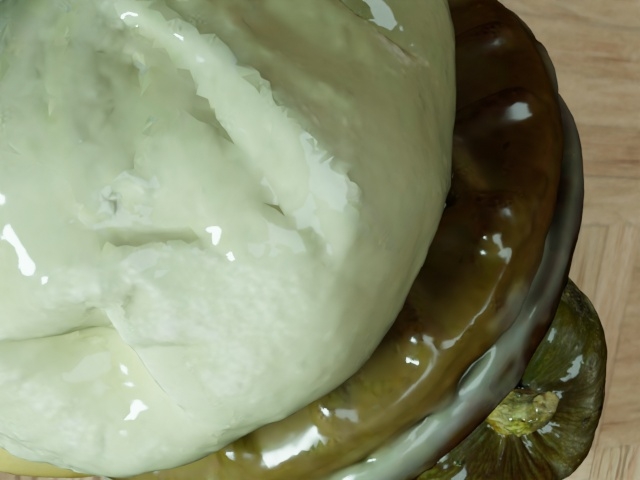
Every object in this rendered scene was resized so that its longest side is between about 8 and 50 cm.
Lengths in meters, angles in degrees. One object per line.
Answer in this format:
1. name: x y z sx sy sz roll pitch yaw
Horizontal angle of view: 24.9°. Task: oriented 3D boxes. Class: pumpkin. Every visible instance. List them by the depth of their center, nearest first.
1. pumpkin: 0.120 0.107 1.052 0.219 0.162 0.219 -8 107 -29

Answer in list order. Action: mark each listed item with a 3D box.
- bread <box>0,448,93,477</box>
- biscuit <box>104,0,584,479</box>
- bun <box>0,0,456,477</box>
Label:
1. bread: -0.140 0.079 0.906 0.173 0.085 0.134 11 99 -38
2. biscuit: 0.017 -0.008 0.813 0.115 0.268 0.366 46 53 -43
3. bun: -0.103 -0.069 0.709 0.360 0.359 0.211 -52 133 -10
